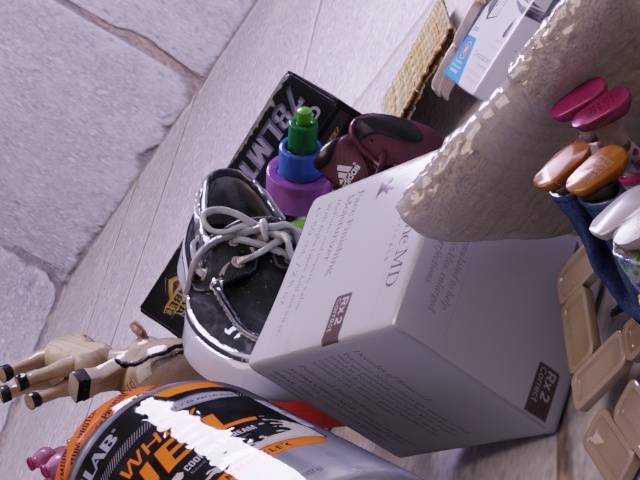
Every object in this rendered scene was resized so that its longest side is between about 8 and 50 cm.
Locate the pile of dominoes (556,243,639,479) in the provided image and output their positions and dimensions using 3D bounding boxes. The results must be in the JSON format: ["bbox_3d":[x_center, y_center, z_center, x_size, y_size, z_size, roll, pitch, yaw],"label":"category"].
[{"bbox_3d":[0.229,0.026,0.982,0.251,0.040,0.196,126,154,-43],"label":"pile of dominoes"}]

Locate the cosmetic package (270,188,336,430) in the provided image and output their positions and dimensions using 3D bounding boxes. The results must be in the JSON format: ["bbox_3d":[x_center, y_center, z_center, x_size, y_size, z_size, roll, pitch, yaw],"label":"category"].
[{"bbox_3d":[-0.004,0.070,1.621,0.127,0.107,0.238,-51,19,36],"label":"cosmetic package"}]

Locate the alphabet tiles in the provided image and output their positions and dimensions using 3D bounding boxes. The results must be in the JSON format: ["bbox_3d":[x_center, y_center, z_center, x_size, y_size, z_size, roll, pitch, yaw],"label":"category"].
[{"bbox_3d":[0.189,-0.272,1.640,0.278,0.021,0.284,-56,-6,-46],"label":"alphabet tiles"}]

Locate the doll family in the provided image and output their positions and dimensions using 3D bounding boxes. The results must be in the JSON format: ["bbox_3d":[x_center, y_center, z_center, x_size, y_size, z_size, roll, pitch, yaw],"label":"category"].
[{"bbox_3d":[0.181,0.029,0.832,0.118,0.163,0.263,-40,21,-3],"label":"doll family"}]

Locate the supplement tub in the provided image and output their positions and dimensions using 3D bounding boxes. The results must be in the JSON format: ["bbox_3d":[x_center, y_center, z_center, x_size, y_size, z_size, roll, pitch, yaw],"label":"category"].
[{"bbox_3d":[-0.051,0.206,1.121,0.316,0.193,0.193,16,76,58],"label":"supplement tub"}]

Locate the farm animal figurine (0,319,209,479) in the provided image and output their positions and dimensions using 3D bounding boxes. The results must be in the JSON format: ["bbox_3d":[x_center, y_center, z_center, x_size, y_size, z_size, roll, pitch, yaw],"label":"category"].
[{"bbox_3d":[-0.174,0.192,1.684,0.172,0.330,0.327,-20,-22,-28],"label":"farm animal figurine"}]

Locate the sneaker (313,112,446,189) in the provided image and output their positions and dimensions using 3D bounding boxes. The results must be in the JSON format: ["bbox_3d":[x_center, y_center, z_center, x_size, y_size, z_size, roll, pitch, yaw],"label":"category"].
[{"bbox_3d":[0.059,-0.009,1.406,0.106,0.162,0.281,-51,16,35],"label":"sneaker"}]

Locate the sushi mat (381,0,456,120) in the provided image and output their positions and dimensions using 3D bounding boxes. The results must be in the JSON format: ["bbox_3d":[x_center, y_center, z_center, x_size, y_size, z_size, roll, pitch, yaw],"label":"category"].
[{"bbox_3d":[0.105,-0.183,1.830,0.151,0.019,0.316,-60,5,13],"label":"sushi mat"}]

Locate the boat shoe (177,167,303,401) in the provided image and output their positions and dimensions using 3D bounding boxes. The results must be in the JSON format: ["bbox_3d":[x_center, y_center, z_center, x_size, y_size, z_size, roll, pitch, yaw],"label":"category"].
[{"bbox_3d":[-0.054,0.025,1.346,0.306,0.113,0.105,-107,24,-67],"label":"boat shoe"}]

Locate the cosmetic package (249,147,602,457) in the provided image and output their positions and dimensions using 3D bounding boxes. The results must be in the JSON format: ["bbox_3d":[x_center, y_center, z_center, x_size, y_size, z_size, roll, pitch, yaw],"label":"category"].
[{"bbox_3d":[0.076,0.048,1.179,0.184,0.151,0.151,-22,41,53],"label":"cosmetic package"}]

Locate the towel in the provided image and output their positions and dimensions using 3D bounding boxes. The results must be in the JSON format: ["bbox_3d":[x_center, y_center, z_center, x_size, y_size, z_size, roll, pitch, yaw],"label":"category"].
[{"bbox_3d":[0.175,-0.080,1.021,0.282,0.049,0.187,-1,-46,-55],"label":"towel"}]

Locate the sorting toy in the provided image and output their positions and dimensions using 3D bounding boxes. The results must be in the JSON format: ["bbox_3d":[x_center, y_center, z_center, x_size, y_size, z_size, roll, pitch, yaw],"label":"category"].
[{"bbox_3d":[0.000,0.000,1.487,0.365,0.127,0.126,-101,12,-52],"label":"sorting toy"}]

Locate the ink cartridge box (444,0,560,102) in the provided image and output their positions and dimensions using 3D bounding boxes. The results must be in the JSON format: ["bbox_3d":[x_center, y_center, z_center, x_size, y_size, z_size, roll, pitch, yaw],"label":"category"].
[{"bbox_3d":[0.201,-0.198,1.461,0.190,0.082,0.139,-59,13,8],"label":"ink cartridge box"}]

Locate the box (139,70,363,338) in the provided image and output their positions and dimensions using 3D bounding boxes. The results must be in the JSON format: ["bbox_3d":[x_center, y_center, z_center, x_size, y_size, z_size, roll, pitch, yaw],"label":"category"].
[{"bbox_3d":[-0.051,-0.026,1.815,0.295,0.073,0.293,-58,-14,4],"label":"box"}]
